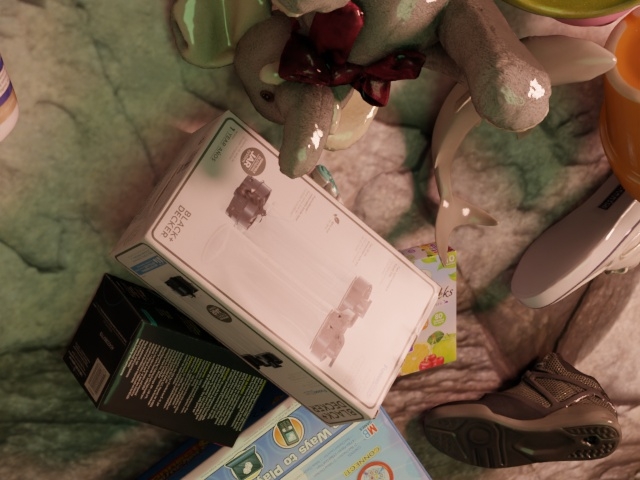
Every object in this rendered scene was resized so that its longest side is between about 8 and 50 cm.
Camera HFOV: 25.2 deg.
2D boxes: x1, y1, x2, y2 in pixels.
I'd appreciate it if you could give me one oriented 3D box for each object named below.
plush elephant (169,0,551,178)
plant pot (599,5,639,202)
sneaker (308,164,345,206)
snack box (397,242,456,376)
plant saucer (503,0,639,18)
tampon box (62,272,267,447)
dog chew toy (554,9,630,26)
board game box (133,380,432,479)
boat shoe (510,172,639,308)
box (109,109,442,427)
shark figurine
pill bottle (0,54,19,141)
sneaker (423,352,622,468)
[{"bbox_3d":[0.011,-0.180,1.332,0.272,0.330,0.255,23,123,-24],"label":"plush elephant"},{"bbox_3d":[0.383,-0.155,1.518,0.205,0.205,0.188,-48,145,-1],"label":"plant pot"},{"bbox_3d":[0.000,0.000,1.515,0.076,0.065,0.166,-22,118,2],"label":"sneaker"},{"bbox_3d":[0.102,0.079,1.606,0.100,0.037,0.141,-13,117,-23],"label":"snack box"},{"bbox_3d":[0.240,-0.280,1.307,0.241,0.037,0.241,3,144,2],"label":"plant saucer"},{"bbox_3d":[-0.153,0.122,1.442,0.161,0.120,0.101,23,99,-33],"label":"tampon box"},{"bbox_3d":[0.239,-0.349,1.403,0.207,0.206,0.331,-37,132,-9],"label":"dog chew toy"},{"bbox_3d":[-0.025,0.320,1.570,0.308,0.086,0.302,-36,107,-9],"label":"board game box"},{"bbox_3d":[0.337,-0.005,1.663,0.267,0.096,0.088,-45,120,-13],"label":"boat shoe"},{"bbox_3d":[-0.038,0.033,1.396,0.290,0.087,0.169,38,61,-17],"label":"box"},{"bbox_3d":[0.158,-0.122,1.494,0.166,0.116,0.278,37,119,7],"label":"shark figurine"},{"bbox_3d":[-0.359,-0.194,1.177,0.153,0.153,0.264,-24,120,-17],"label":"pill bottle"},{"bbox_3d":[0.236,0.201,1.711,0.228,0.130,0.087,-5,122,4],"label":"sneaker"}]
